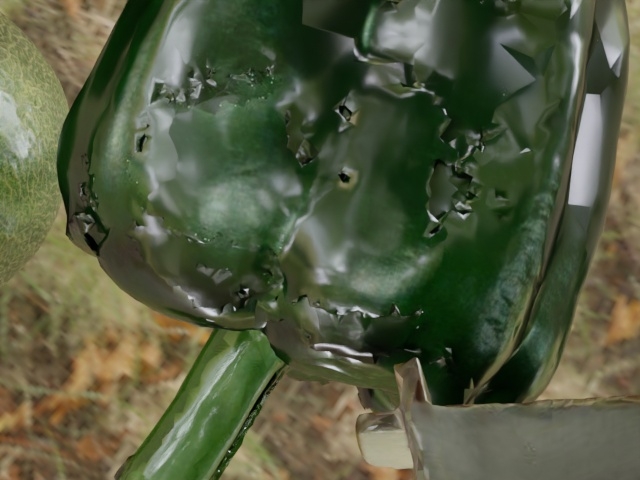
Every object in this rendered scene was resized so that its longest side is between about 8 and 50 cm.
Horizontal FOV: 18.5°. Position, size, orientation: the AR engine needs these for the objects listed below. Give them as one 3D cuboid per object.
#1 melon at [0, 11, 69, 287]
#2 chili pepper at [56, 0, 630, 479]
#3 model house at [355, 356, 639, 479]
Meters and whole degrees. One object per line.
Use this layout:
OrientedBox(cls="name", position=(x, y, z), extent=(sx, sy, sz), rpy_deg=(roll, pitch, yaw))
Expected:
OrientedBox(cls="melon", position=(-0.171, -0.038, 0.796), extent=(0.139, 0.192, 0.139), rpy_deg=(-3, 99, -18))
OrientedBox(cls="chili pepper", position=(0.000, 0.000, 0.609), extent=(0.165, 0.174, 0.261), rpy_deg=(19, 87, 4))
OrientedBox(cls="model house", position=(0.182, 0.113, 0.546), extent=(0.326, 0.169, 0.244), rpy_deg=(-3, 150, 6))
